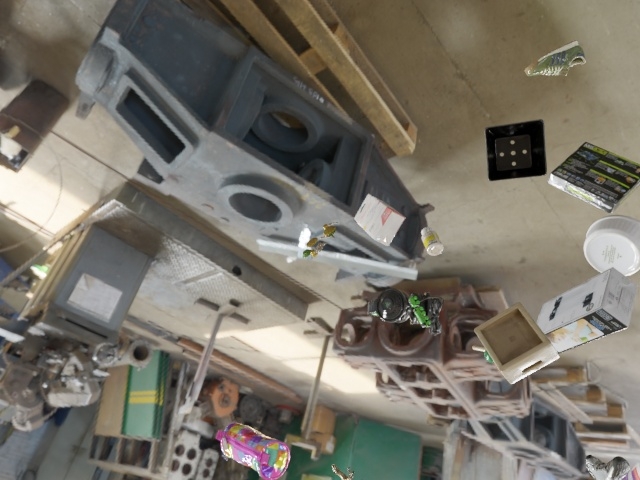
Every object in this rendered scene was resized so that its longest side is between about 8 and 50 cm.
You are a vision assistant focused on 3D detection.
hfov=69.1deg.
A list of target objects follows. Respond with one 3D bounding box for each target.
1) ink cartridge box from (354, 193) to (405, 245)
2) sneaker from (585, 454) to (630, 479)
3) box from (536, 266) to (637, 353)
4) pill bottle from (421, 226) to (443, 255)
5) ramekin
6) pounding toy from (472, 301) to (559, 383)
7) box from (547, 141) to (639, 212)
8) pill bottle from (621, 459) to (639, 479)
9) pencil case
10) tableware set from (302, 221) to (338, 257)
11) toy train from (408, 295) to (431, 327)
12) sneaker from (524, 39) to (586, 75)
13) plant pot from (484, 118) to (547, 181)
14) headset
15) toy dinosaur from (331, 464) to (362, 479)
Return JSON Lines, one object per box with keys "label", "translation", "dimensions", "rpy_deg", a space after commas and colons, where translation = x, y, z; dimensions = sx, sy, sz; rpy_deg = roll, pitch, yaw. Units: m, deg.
{"label": "ink cartridge box", "translation": [0.200, -0.077, 1.618], "dimensions": [0.067, 0.198, 0.115], "rpy_deg": [24, 104, -27]}
{"label": "sneaker", "translation": [0.978, 0.787, 1.610], "dimensions": [0.086, 0.132, 0.229], "rpy_deg": [-22, 123, -11]}
{"label": "box", "translation": [0.772, 0.218, 1.378], "dimensions": [0.087, 0.169, 0.290], "rpy_deg": [37, 146, 3]}
{"label": "pill bottle", "translation": [0.436, 0.000, 1.831], "dimensions": [0.065, 0.116, 0.065], "rpy_deg": [-4, 131, -5]}
{"label": "ramekin", "translation": [1.292, 0.034, 2.028], "dimensions": [0.272, 0.127, 0.273], "rpy_deg": [29, 136, 33]}
{"label": "pounding toy", "translation": [0.391, 0.219, 0.967], "dimensions": [0.141, 0.130, 0.100], "rpy_deg": [-35, 130, 13]}
{"label": "box", "translation": [0.777, -0.181, 1.303], "dimensions": [0.190, 0.184, 0.045], "rpy_deg": [38, 153, 34]}
{"label": "pill bottle", "translation": [0.628, 0.528, 0.909], "dimensions": [0.108, 0.108, 0.194], "rpy_deg": [16, 118, -2]}
{"label": "pencil case", "translation": [-0.182, 0.554, 1.232], "dimensions": [0.104, 0.105, 0.236], "rpy_deg": [37, 152, -30]}
{"label": "tableware set", "translation": [0.000, 0.000, 1.580], "dimensions": [0.104, 0.154, 0.024], "rpy_deg": [-10, 128, 43]}
{"label": "toy train", "translation": [0.234, 0.170, 1.104], "dimensions": [0.023, 0.083, 0.017], "rpy_deg": [-20, 154, -11]}
{"label": "sneaker", "translation": [0.786, -0.581, 1.540], "dimensions": [0.192, 0.086, 0.064], "rpy_deg": [-27, 169, 3]}
{"label": "plant pot", "translation": [0.686, -0.312, 1.648], "dimensions": [0.188, 0.188, 0.167], "rpy_deg": [-4, -174, 20]}
{"label": "headset", "translation": [0.340, 0.285, 1.798], "dimensions": [0.243, 0.185, 0.394], "rpy_deg": [8, 163, -21]}
{"label": "toy dinosaur", "translation": [0.097, 0.804, 1.492], "dimensions": [0.092, 0.183, 0.053], "rpy_deg": [-41, 142, 25]}
